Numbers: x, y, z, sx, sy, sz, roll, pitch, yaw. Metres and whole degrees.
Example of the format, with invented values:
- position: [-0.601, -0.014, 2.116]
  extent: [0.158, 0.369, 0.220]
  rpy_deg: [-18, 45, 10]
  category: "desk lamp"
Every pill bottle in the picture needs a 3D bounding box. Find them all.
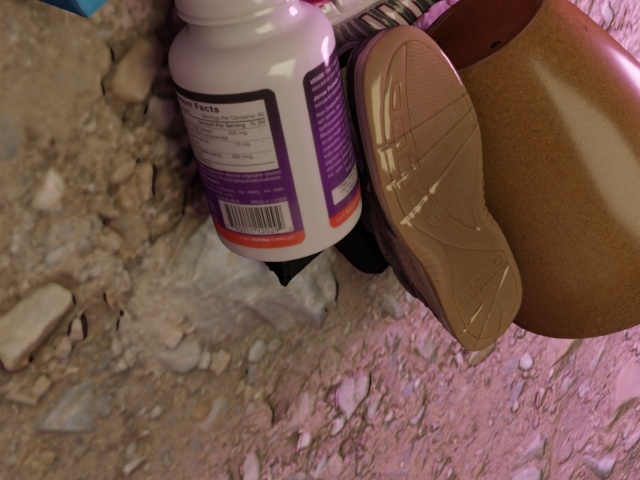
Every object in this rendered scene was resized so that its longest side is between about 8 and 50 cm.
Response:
- position: [-0.038, -0.092, 0.587]
  extent: [0.108, 0.108, 0.193]
  rpy_deg: [-34, 130, -29]
  category: "pill bottle"

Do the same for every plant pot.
- position: [0.192, -0.087, 0.760]
  extent: [0.237, 0.237, 0.254]
  rpy_deg: [-50, 121, -15]
  category: "plant pot"

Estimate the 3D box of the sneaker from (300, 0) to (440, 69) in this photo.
- position: [0.044, -0.165, 0.668]
  extent: [0.170, 0.063, 0.075]
  rpy_deg: [-28, 127, -27]
  category: "sneaker"

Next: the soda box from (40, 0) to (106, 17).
- position: [-0.163, -0.215, 0.431]
  extent: [0.071, 0.067, 0.210]
  rpy_deg: [-49, 136, -16]
  category: "soda box"

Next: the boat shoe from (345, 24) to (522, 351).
- position: [0.074, -0.033, 0.685]
  extent: [0.103, 0.092, 0.285]
  rpy_deg: [-44, 128, -20]
  category: "boat shoe"

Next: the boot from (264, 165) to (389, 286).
- position: [0.000, 0.000, 0.717]
  extent: [0.099, 0.045, 0.121]
  rpy_deg: [-40, 127, -27]
  category: "boot"
